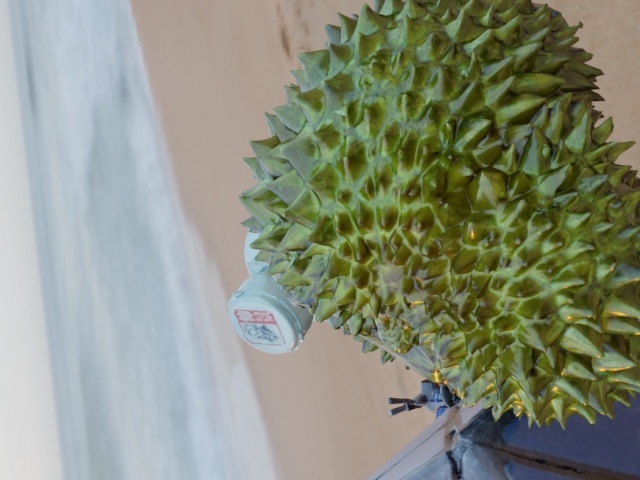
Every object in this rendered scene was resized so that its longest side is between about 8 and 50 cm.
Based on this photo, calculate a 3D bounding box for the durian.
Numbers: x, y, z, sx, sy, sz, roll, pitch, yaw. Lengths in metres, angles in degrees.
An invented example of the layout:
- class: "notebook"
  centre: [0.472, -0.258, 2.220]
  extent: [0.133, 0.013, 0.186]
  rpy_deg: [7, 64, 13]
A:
- class: "durian"
  centre: [0.074, -0.021, 0.639]
  extent: [0.291, 0.224, 0.291]
  rpy_deg: [62, -172, -15]

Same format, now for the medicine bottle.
- class: "medicine bottle"
  centre: [0.000, 0.000, 0.953]
  extent: [0.229, 0.083, 0.121]
  rpy_deg: [-57, -47, -43]

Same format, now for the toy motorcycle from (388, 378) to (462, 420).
- class: "toy motorcycle"
  centre: [0.278, 0.275, 1.677]
  extent: [0.212, 0.358, 0.125]
  rpy_deg: [-5, 63, 50]

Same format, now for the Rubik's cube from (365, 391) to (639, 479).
- class: "Rubik's cube"
  centre: [0.169, 0.227, 0.784]
  extent: [0.259, 0.260, 0.255]
  rpy_deg: [53, 137, 12]
